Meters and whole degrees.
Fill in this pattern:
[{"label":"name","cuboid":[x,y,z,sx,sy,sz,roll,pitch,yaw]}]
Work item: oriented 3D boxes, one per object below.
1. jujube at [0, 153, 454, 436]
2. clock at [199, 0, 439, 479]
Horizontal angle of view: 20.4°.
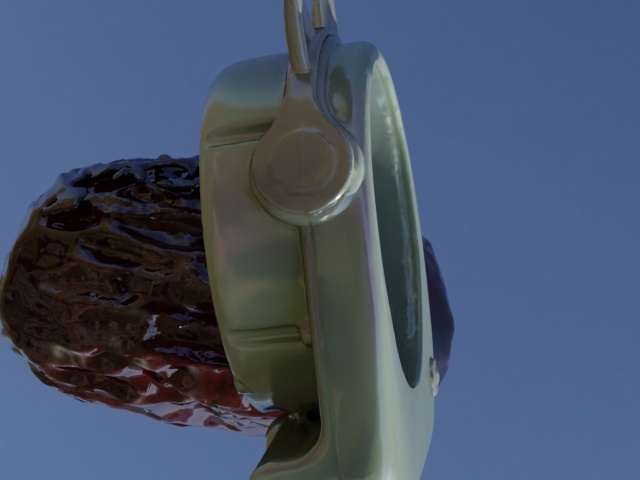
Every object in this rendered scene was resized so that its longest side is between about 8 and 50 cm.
[{"label":"jujube","cuboid":[-0.076,0.049,1.494,0.258,0.376,0.258,-164,-90,-85]},{"label":"clock","cuboid":[0.000,0.000,1.125,0.108,0.265,0.324,-6,-82,11]}]
